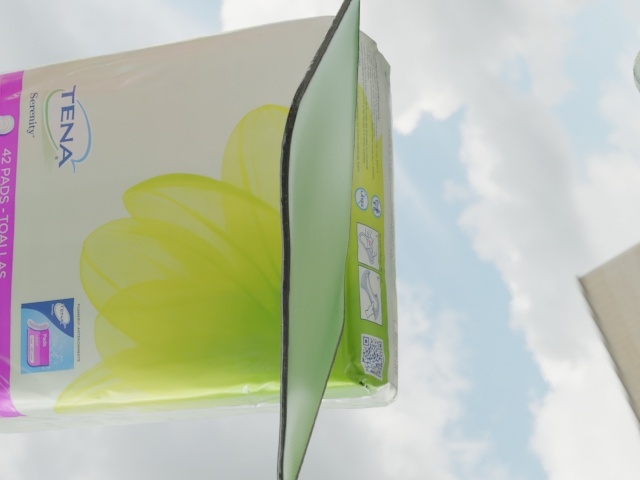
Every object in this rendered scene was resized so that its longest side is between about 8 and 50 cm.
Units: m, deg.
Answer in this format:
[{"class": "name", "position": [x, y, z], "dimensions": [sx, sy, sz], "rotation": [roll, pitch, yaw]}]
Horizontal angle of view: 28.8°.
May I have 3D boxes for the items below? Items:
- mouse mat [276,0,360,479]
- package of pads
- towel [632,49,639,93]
[{"class": "mouse mat", "position": [0.000, 0.000, 0.530], "dimensions": [0.007, 0.190, 0.152], "rotation": [8, -149, 8]}, {"class": "package of pads", "position": [-0.099, -0.006, 0.767], "dimensions": [0.101, 0.296, 0.229], "rotation": [36, -130, -65]}, {"class": "towel", "position": [0.352, 0.015, 0.567], "dimensions": [0.090, 0.320, 0.374], "rotation": [-92, -23, -61]}]
